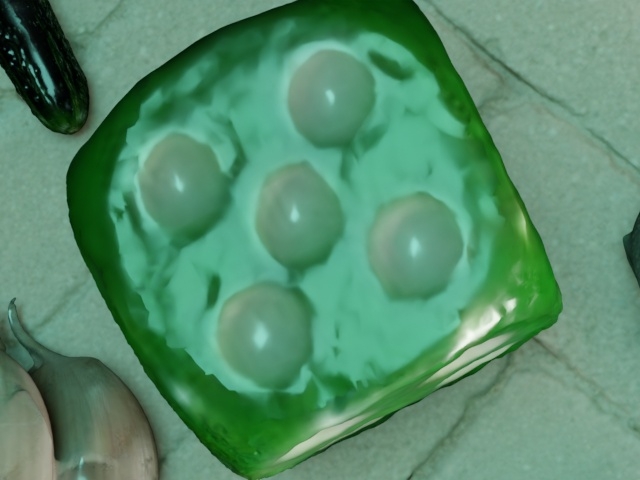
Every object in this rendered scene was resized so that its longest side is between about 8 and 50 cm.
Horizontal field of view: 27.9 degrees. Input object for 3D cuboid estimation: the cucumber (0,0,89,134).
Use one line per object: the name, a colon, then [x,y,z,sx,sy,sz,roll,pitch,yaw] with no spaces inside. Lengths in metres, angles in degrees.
cucumber: [-0.284,-0.204,1.208,0.074,0.074,0.241,-30,77,3]

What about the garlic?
garlic: [-0.272,0.198,1.113,0.237,0.210,0.292,8,84,46]

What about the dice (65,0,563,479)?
dice: [0.000,0.000,1.005,0.300,0.297,0.287,-28,79,4]

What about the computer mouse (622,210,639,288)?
computer mouse: [0.383,0.097,1.009,0.203,0.114,0.374,-34,77,2]
